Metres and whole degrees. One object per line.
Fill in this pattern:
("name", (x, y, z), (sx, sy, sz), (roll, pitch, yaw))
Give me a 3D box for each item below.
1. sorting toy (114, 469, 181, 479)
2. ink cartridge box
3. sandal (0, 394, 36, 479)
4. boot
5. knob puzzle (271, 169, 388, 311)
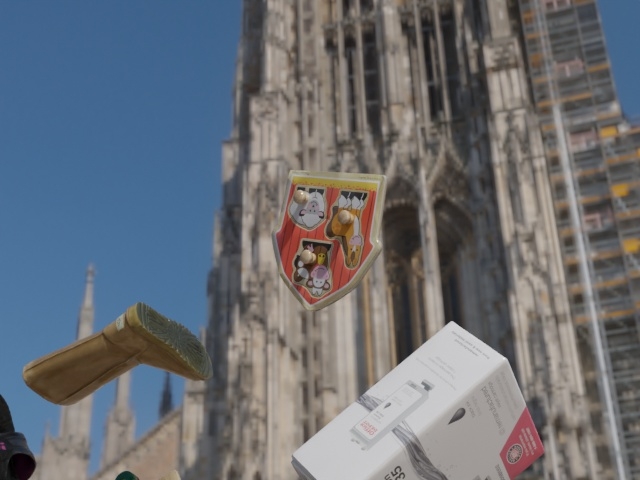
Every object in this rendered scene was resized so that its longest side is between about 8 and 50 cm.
("sorting toy", (-0.292, 0.522, 1.993), (0.132, 0.274, 0.046), (-33, -44, 6))
("ink cartridge box", (0.131, 0.278, 1.405), (0.283, 0.117, 0.207), (-38, -52, -14))
("sandal", (-0.566, 0.425, 1.943), (0.107, 0.167, 0.446), (10, -47, 19))
("boot", (-0.369, 0.234, 1.998), (0.269, 0.089, 0.236), (-31, -53, 20))
("knob puzzle", (0.000, 0.000, 1.477), (0.213, 0.213, 0.030), (-24, -24, 32))
